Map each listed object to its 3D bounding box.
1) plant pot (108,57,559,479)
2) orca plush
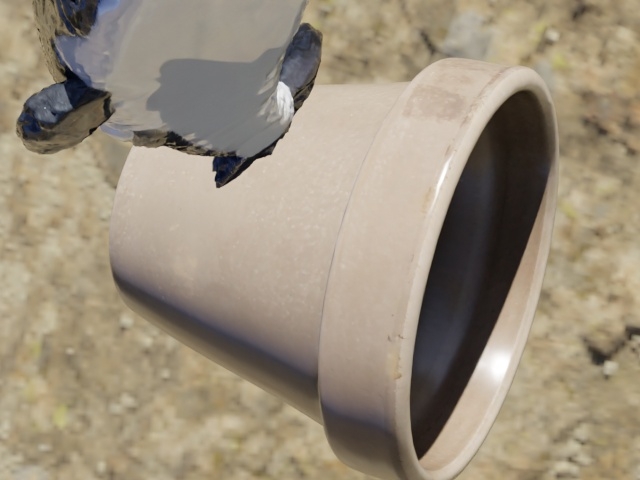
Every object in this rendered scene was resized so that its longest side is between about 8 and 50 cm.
[{"bbox_3d":[0.000,0.000,1.083,0.229,0.263,0.263,15,92,21],"label":"plant pot"},{"bbox_3d":[-0.053,-0.108,0.672,0.151,0.287,0.102,-34,79,13],"label":"orca plush"}]
